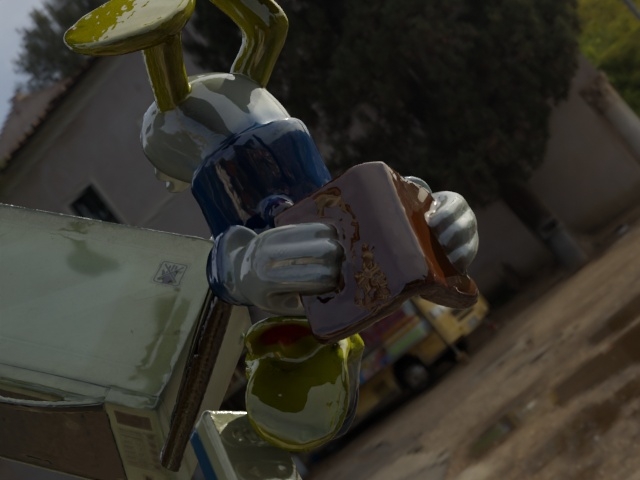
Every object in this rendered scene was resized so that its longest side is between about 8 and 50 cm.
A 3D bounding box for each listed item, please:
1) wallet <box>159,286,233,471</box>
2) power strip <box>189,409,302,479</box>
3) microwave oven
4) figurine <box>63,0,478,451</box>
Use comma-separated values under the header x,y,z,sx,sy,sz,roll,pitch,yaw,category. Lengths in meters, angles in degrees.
x,y,z,sx,sy,sz,roll,pitch,yaw,category
-0.138,0.137,1.316,0.133,0.039,0.243,-80,10,-64,wallet
-0.038,0.162,0.722,0.056,0.123,0.032,8,-55,-34,power strip
-0.339,0.157,1.602,0.247,0.394,0.333,82,-157,-49,microwave oven
0.000,0.000,0.720,0.204,0.283,0.338,-29,-53,-27,figurine
